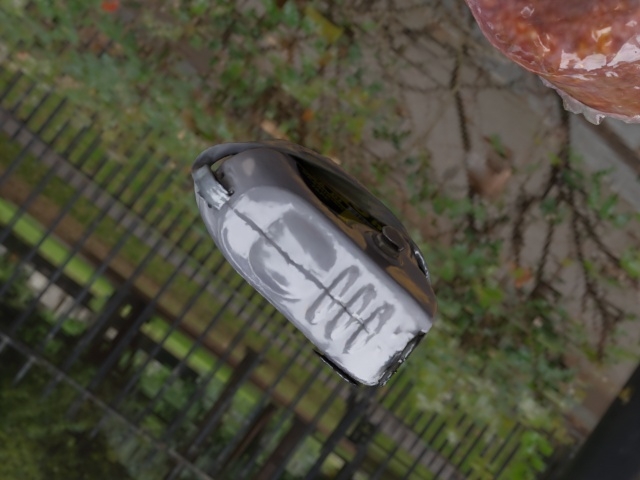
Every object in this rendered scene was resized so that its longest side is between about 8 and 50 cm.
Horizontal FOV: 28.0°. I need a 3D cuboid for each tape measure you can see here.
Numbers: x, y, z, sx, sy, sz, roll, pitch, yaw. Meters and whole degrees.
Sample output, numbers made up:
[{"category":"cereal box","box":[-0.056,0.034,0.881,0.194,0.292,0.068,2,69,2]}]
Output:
[{"category":"tape measure","box":[0.000,0.000,1.090,0.236,0.120,0.197,42,-162,3]}]

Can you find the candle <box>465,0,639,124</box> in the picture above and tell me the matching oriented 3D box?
[{"category":"candle","box":[0.206,-0.236,0.717,0.287,0.317,0.131,-4,170,30]}]
